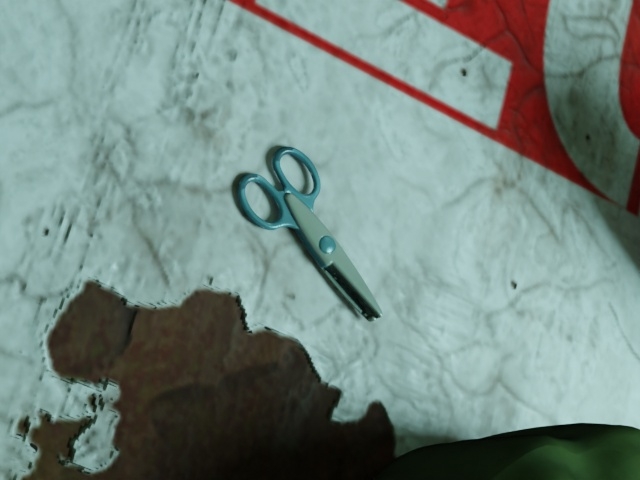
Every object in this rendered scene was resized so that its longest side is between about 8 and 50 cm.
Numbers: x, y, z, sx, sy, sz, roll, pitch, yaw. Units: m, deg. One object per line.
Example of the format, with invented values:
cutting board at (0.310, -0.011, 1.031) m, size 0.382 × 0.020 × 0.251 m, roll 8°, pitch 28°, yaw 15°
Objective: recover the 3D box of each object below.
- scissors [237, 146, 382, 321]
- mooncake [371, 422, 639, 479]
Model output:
scissors at (0.000, 0.000, 1.027) m, size 0.058 × 0.014 × 0.119 m, roll -42°, pitch 98°, yaw -30°
mooncake at (0.146, 0.271, 0.958) m, size 0.351 × 0.187 × 0.351 m, roll 7°, pitch 74°, yaw -27°
